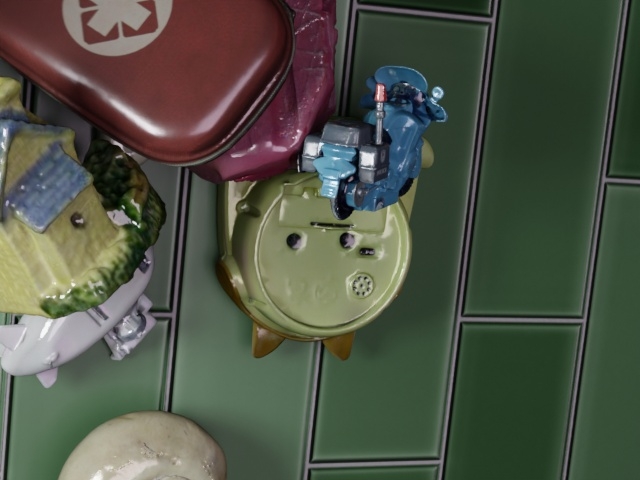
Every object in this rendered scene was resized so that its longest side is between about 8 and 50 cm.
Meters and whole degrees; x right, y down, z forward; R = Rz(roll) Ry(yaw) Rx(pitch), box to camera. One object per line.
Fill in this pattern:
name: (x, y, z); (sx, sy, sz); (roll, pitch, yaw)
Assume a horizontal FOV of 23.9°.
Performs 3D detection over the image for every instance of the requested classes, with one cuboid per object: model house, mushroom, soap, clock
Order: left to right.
model house: (-0.368, -0.087, 1.766); (0.261, 0.321, 0.266); (-54, 134, -33)
mushroom: (-0.225, 0.353, 2.014); (0.246, 0.202, 0.246); (-11, 111, -30)
soap: (-0.081, -0.228, 1.928); (0.220, 0.127, 0.324); (-5, 72, 4)
clock: (0.000, 0.000, 2.080); (0.286, 0.117, 0.348); (3, 99, -23)

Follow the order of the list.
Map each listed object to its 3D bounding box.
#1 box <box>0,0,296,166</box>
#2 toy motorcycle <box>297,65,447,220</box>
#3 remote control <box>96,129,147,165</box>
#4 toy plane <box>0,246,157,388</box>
box: (-0.231, -0.264, 1.827); (0.404, 0.108, 0.263); (34, 80, 12)
toy motorcycle: (0.074, -0.127, 1.918); (0.272, 0.124, 0.182); (-25, 123, -61)
remote control: (-0.246, -0.203, 1.977); (0.078, 0.042, 0.221); (4, 99, -23)
toy plane: (-0.319, 0.080, 1.963); (0.252, 0.118, 0.252); (-17, 122, -29)
